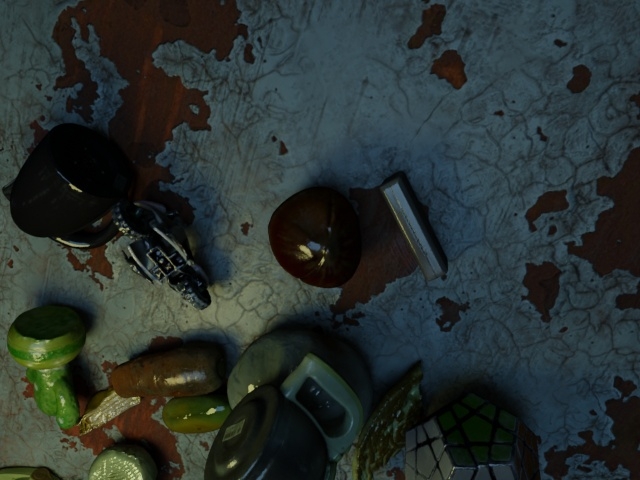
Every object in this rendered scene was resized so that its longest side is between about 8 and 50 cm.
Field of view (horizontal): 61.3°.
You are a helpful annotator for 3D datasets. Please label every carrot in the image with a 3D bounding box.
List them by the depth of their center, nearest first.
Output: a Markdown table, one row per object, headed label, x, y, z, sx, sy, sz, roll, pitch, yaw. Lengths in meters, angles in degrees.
| label | x | y | z | sx | sy | sz | roll | pitch | yaw |
| --- | --- | --- | --- | --- | --- | --- | --- | --- | --- |
| carrot | -0.396 | 0.350 | 1.415 | 0.302 | 0.139 | 0.139 | -15 | 103 | 14 |

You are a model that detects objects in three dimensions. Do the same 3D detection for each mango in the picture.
| label | x | y | z | sx | sy | sz | roll | pitch | yaw |
| --- | --- | --- | --- | --- | --- | --- | --- | --- | --- |
| mango | -0.316 | 0.460 | 1.432 | 0.237 | 0.091 | 0.137 | -9 | 144 | 24 |

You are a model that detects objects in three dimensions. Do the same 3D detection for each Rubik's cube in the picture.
| label | x | y | z | sx | sy | sz | roll | pitch | yaw |
| --- | --- | --- | --- | --- | --- | --- | --- | --- | --- |
| Rubik's cube | 0.350 | 0.511 | 1.255 | 0.319 | 0.319 | 0.264 | -38 | 69 | 17 |

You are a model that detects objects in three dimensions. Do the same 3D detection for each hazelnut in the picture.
| label | x | y | z | sx | sy | sz | roll | pitch | yaw |
| --- | --- | --- | --- | --- | --- | --- | --- | --- | --- |
| hazelnut | 0.000 | 0.000 | 1.206 | 0.229 | 0.229 | 0.229 | 3 | 106 | 9 |

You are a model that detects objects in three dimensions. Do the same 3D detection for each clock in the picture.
| label | x | y | z | sx | sy | sz | roll | pitch | yaw |
| --- | --- | --- | --- | --- | --- | --- | --- | --- | --- |
| clock | -0.867 | 0.808 | 1.643 | 0.308 | 0.096 | 0.235 | -9 | 103 | 11 |

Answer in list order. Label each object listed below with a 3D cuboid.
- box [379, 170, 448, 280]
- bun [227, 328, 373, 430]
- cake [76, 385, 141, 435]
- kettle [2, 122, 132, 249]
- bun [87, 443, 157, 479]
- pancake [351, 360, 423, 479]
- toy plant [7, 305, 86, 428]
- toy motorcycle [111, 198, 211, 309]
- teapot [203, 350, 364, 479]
| label | x | y | z | sx | sy | sz | roll | pitch | yaw |
| --- | --- | --- | --- | --- | --- | --- | --- | --- | --- |
| box | 0.212 | -0.033 | 1.214 | 0.055 | 0.103 | 0.244 | -26 | 100 | 20 |
| bun | -0.051 | 0.385 | 1.323 | 0.362 | 0.211 | 0.362 | 2 | 107 | 6 |
| cake | -0.596 | 0.462 | 1.491 | 0.185 | 0.116 | 0.080 | -15 | 107 | 18 |
| kettle | -0.601 | -0.093 | 1.302 | 0.290 | 0.207 | 0.268 | -35 | 120 | 26 |
| bun | -0.551 | 0.669 | 1.533 | 0.195 | 0.118 | 0.195 | -2 | 82 | 15 |
| pancake | 0.175 | 0.472 | 1.357 | 0.197 | 0.054 | 0.376 | 27 | 95 | -37 |
| toy plant | -0.731 | 0.347 | 1.455 | 0.224 | 0.184 | 0.316 | 23 | 117 | 32 |
| toy motorcycle | -0.372 | 0.021 | 1.311 | 0.143 | 0.188 | 0.327 | -35 | 113 | 6 |
| teapot | -0.070 | 0.425 | 1.148 | 0.239 | 0.321 | 0.239 | 39 | 147 | -20 |
